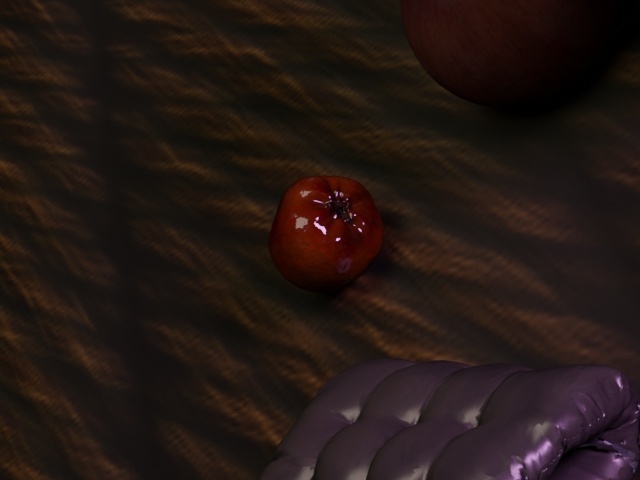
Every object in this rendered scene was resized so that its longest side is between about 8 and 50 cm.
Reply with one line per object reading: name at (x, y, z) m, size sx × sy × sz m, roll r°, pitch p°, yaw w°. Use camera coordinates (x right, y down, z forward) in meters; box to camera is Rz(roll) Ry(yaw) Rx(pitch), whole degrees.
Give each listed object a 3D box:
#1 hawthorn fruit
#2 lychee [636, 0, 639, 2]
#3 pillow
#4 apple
hawthorn fruit at (0.000, 0.000, 1.119) m, size 0.093 × 0.081 × 0.081 m, roll 120°, pitch 162°, yaw -54°
lychee at (0.212, -0.261, 0.907) m, size 0.267 × 0.267 × 0.267 m, roll -31°, pitch 41°, yaw 32°
pillow at (0.015, 0.186, 0.843) m, size 0.228 × 0.101 × 0.326 m, roll -2°, pitch 34°, yaw 50°
apple at (0.124, -0.170, 1.059) m, size 0.153 × 0.120 × 0.153 m, roll -33°, pitch 39°, yaw 31°
